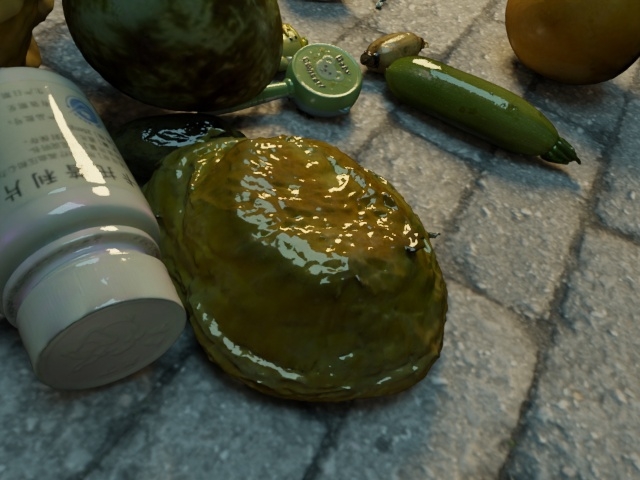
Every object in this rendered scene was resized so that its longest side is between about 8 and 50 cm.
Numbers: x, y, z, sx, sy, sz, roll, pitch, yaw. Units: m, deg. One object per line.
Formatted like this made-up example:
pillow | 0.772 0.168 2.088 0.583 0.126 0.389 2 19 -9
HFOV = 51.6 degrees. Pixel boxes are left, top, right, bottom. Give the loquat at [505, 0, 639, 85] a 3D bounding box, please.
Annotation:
loquat | 0.463 -0.409 1.180 0.262 0.263 0.263 9 46 -9

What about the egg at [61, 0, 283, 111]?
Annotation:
egg | -0.170 -0.274 0.811 0.289 0.238 0.238 30 25 -52

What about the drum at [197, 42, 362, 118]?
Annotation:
drum | -0.045 -0.205 0.964 0.253 0.049 0.130 -34 75 -27

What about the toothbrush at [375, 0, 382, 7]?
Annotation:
toothbrush | 0.133 -0.492 1.321 0.013 0.011 0.131 15 44 15

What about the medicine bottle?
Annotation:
medicine bottle | -0.251 -0.015 0.633 0.170 0.170 0.293 -17 60 -30

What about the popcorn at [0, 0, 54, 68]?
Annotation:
popcorn | -0.467 -0.283 0.696 0.354 0.390 0.344 44 63 -10

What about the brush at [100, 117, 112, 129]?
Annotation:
brush | -0.345 -0.077 0.777 0.103 0.013 0.272 17 46 -1

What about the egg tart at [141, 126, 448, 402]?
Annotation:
egg tart | 0.000 0.000 0.716 0.339 0.153 0.352 -5 55 -27

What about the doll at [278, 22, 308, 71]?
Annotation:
doll | -0.093 -0.296 1.028 0.106 0.062 0.162 43 50 19

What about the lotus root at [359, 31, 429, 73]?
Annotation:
lotus root | 0.126 -0.317 1.116 0.151 0.063 0.072 -26 18 -29

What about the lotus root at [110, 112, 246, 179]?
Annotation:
lotus root | -0.175 -0.117 0.819 0.179 0.081 0.089 -5 47 -23

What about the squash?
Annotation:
squash | 0.255 -0.203 1.032 0.340 0.095 0.094 28 46 8
